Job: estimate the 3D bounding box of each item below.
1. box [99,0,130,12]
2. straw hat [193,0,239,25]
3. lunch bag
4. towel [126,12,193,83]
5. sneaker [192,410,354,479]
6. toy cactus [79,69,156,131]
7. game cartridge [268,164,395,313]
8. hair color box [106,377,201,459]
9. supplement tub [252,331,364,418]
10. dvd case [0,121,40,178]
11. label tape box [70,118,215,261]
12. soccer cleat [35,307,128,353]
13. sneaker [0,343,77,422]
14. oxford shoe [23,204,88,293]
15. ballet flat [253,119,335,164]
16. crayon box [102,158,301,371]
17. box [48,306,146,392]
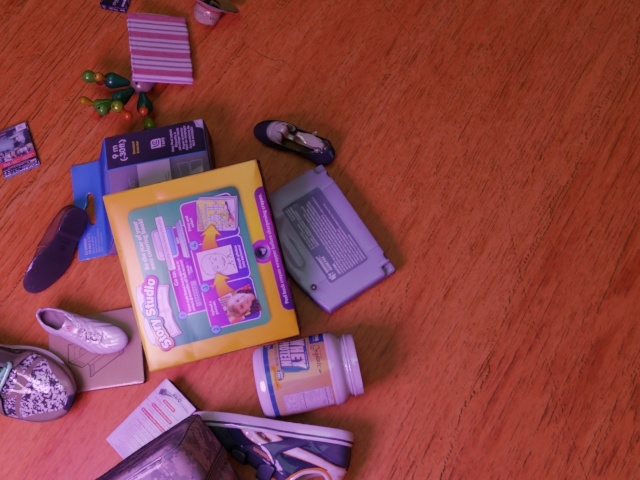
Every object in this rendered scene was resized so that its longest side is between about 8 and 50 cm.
[{"bbox_3d":[-0.501,-0.609,1.882,0.067,0.018,0.083,13,73,9],"label":"box"},{"bbox_3d":[-0.271,-0.552,1.822,0.144,0.144,0.061,34,115,14],"label":"straw hat"},{"bbox_3d":[-0.278,0.508,1.372,0.305,0.212,0.256,-35,92,8],"label":"lunch bag"},{"bbox_3d":[-0.379,-0.451,1.790,0.144,0.029,0.197,-1,66,-22],"label":"towel"},{"bbox_3d":[-0.102,0.407,1.459,0.320,0.126,0.128,7,73,8],"label":"sneaker"},{"bbox_3d":[-0.441,-0.332,1.757,0.219,0.112,0.180,34,58,16],"label":"toy cactus"},{"bbox_3d":[0.000,0.000,1.627,0.196,0.060,0.294,-30,72,-10],"label":"game cartridge"},{"bbox_3d":[-0.333,0.371,1.525,0.093,0.053,0.167,42,80,17],"label":"hair color box"},{"bbox_3d":[-0.023,0.261,1.492,0.199,0.144,0.145,-12,71,0],"label":"supplement tub"},{"bbox_3d":[-0.709,-0.211,1.766,0.087,0.013,0.120,-23,73,-4],"label":"dvd case"},{"bbox_3d":[-0.393,-0.108,1.662,0.333,0.106,0.241,-11,71,0],"label":"label tape box"},{"bbox_3d":[-0.494,0.185,1.562,0.196,0.076,0.068,15,72,9],"label":"soccer cleat"},{"bbox_3d":[-0.689,0.259,1.502,0.410,0.182,0.158,20,87,5],"label":"sneaker"},{"bbox_3d":[-0.584,0.018,1.662,0.076,0.076,0.212,22,79,48],"label":"oxford shoe"},{"bbox_3d":[-0.060,-0.231,1.699,0.203,0.074,0.074,24,75,12],"label":"ballet flat"},{"bbox_3d":[-0.233,0.048,1.534,0.312,0.106,0.363,-14,94,0],"label":"crayon box"},{"bbox_3d":[-0.471,0.233,1.597,0.201,0.021,0.165,-9,71,2],"label":"box"}]
